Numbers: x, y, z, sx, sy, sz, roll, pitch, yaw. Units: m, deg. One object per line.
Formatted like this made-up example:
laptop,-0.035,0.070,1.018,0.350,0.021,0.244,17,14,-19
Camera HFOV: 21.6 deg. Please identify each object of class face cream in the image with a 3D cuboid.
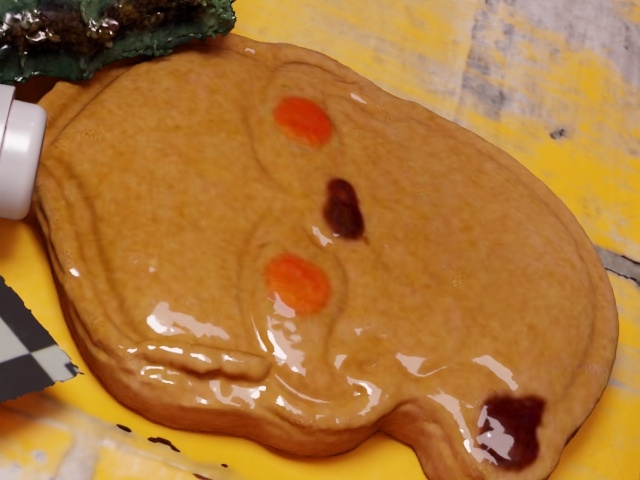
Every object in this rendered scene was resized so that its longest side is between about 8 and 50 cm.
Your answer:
face cream,-0.224,-0.056,1.052,0.095,0.091,0.091,11,49,-9

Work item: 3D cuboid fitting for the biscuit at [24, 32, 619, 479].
biscuit,0.000,-0.001,1.180,0.455,0.078,0.350,17,44,-13

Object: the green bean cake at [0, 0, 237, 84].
green bean cake,-0.162,-0.180,1.167,0.208,0.107,0.193,5,36,1

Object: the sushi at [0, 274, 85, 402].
sushi,-0.377,0.015,0.969,0.359,0.064,0.343,46,35,20
